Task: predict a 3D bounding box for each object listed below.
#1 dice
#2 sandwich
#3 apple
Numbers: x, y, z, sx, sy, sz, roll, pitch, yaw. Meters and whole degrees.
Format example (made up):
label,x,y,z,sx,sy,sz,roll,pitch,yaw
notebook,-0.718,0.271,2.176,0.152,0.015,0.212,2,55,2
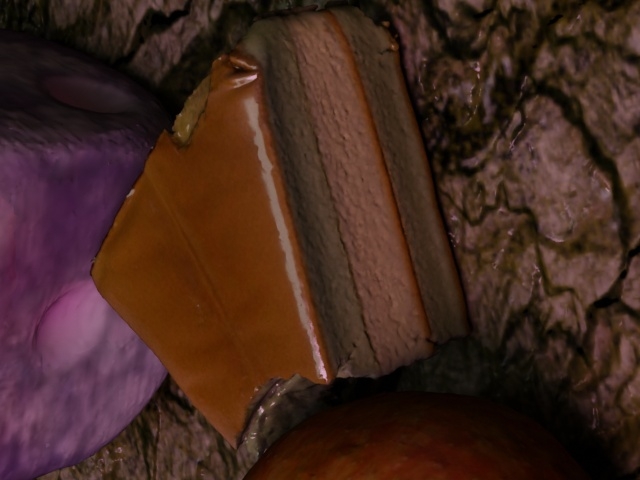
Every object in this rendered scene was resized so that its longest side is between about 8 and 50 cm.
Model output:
label,x,y,z,sx,sy,sz,roll,pitch,yaw
dice,-0.266,0.004,1.403,0.271,0.270,0.270,28,117,35
sandwich,0.000,0.000,1.241,0.198,0.155,0.227,47,127,22
apple,0.047,0.241,1.154,0.277,0.250,0.309,-25,52,27
